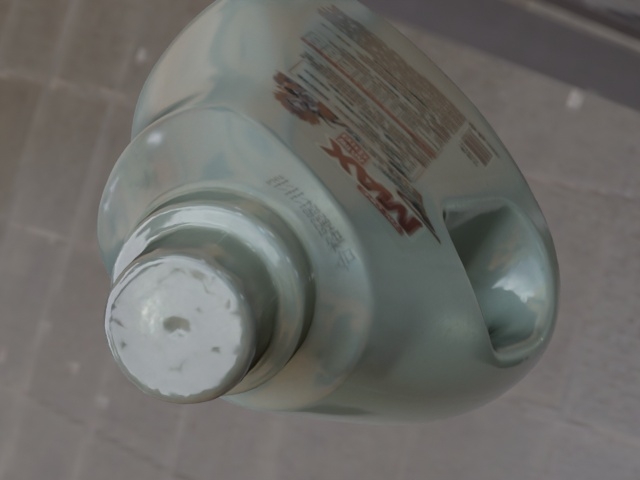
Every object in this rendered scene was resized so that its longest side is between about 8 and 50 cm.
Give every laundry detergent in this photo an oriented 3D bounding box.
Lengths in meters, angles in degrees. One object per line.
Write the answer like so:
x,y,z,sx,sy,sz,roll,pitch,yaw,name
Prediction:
0.000,0.000,0.967,0.125,0.264,0.398,-44,2,18,laundry detergent
